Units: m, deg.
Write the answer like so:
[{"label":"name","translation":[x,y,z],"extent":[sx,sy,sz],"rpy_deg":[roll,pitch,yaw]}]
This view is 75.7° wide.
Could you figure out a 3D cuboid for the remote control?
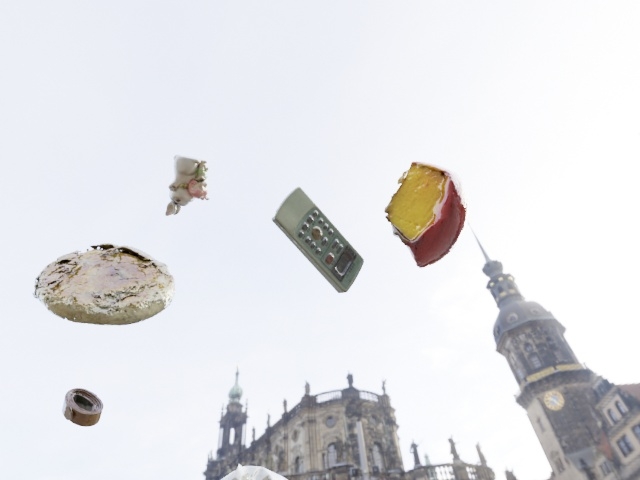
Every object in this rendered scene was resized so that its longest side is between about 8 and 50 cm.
[{"label":"remote control","translation":[0.000,0.000,1.030],"extent":[0.038,0.123,0.285],"rpy_deg":[-12,-55,48]}]

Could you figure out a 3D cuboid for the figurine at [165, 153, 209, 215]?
[{"label":"figurine","translation":[-0.308,-0.119,0.946],"extent":[0.081,0.098,0.146],"rpy_deg":[1,-76,-54]}]

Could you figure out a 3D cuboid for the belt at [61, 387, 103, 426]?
[{"label":"belt","translation":[-0.459,0.322,0.790],"extent":[0.083,0.059,0.036],"rpy_deg":[26,-77,21]}]

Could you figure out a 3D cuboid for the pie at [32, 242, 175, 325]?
[{"label":"pie","translation":[-0.435,0.084,0.854],"extent":[0.274,0.274,0.055],"rpy_deg":[9,-65,-14]}]

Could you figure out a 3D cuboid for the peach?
[{"label":"peach","translation":[0.156,-0.040,0.601],"extent":[0.118,0.151,0.151],"rpy_deg":[-22,-49,11]}]

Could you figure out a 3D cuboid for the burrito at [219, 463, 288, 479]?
[{"label":"burrito","translation":[-0.236,0.487,0.605],"extent":[0.445,0.101,0.139],"rpy_deg":[-31,-63,-4]}]
